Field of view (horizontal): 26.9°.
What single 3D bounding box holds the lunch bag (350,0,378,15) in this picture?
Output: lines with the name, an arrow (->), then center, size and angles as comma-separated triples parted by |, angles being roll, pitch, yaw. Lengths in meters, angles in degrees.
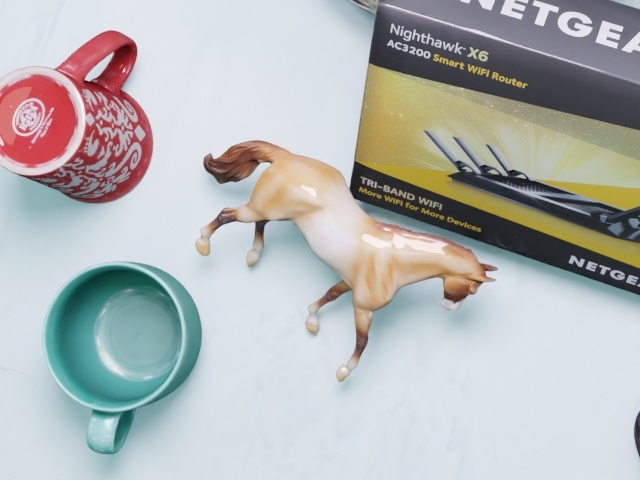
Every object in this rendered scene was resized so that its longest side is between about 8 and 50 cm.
lunch bag -> 0.155, -0.285, 1.132 | 0.235, 0.169, 0.287 | 32, 96, 12

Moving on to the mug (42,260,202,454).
mug -> -0.180, 0.094, 1.198 | 0.129, 0.097, 0.158 | 42, 94, 7

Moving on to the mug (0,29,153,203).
mug -> -0.224, -0.112, 1.176 | 0.113, 0.169, 0.150 | -2, 88, 9

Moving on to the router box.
router box -> 0.187, -0.086, 1.082 | 0.308, 0.243, 0.081 | 18, 55, 9

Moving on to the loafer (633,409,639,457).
loafer -> 0.346, 0.269, 1.108 | 0.109, 0.095, 0.303 | -33, 80, 22

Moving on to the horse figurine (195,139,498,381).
horse figurine -> 0.000, 0.000, 1.159 | 0.263, 0.066, 0.174 | 44, 127, 4
